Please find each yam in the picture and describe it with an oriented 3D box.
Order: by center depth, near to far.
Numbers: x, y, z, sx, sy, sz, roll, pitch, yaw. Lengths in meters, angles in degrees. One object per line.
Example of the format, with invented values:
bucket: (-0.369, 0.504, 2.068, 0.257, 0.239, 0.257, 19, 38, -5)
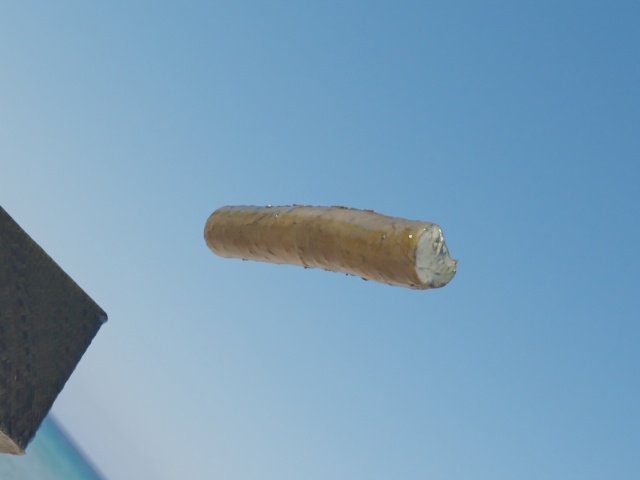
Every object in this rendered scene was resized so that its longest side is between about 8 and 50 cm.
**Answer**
yam: (0.000, 0.000, 0.578, 0.145, 0.032, 0.032, 6, -44, 51)

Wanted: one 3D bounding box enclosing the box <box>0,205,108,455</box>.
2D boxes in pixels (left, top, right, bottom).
box: (-0.330, 0.032, 1.059, 0.184, 0.143, 0.273, -1, -41, 41)
